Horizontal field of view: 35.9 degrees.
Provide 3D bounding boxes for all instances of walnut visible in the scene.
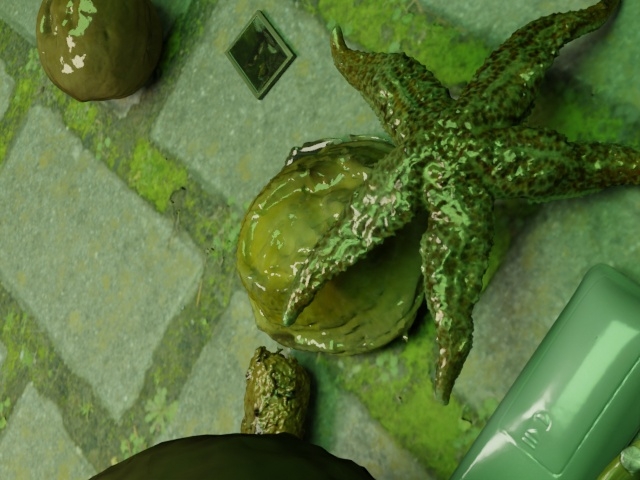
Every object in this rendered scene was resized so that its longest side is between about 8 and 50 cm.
[{"bbox_3d":[-0.262,-0.245,1.177,0.166,0.149,0.166,-166,90,-74],"label":"walnut"}]

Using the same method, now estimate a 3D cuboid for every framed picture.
[{"bbox_3d":[-0.068,-0.206,1.092,0.066,0.006,0.089,-48,54,20],"label":"framed picture"}]

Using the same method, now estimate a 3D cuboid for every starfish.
[{"bbox_3d":[0.123,-0.051,0.803,0.347,0.078,0.358,-7,68,15],"label":"starfish"}]

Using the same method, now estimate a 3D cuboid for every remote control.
[{"bbox_3d":[0.173,0.161,0.779,0.103,0.051,0.293,39,105,38],"label":"remote control"}]

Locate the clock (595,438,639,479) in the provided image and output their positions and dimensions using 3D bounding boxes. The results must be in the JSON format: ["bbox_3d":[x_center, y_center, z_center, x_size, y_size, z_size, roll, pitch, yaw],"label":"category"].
[{"bbox_3d":[0.286,0.236,0.665,0.237,0.057,0.237,-9,76,36],"label":"clock"}]

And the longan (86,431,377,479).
[{"bbox_3d":[-0.067,0.334,0.719,0.391,0.391,0.391,-11,73,37],"label":"longan"}]

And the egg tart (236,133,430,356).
[{"bbox_3d":[0.000,0.000,0.935,0.232,0.098,0.252,-55,48,11],"label":"egg tart"}]

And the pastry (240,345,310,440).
[{"bbox_3d":[-0.046,0.177,0.951,0.080,0.056,0.140,14,94,48],"label":"pastry"}]
